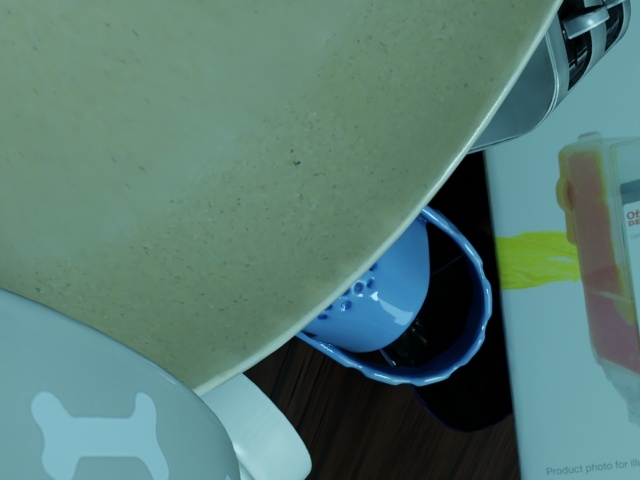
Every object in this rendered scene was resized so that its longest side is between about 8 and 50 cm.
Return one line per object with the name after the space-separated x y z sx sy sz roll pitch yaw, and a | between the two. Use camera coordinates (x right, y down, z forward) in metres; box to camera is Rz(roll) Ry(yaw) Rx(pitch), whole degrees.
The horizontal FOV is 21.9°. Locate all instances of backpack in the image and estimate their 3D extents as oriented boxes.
0.098 0.060 1.098 0.105 0.114 0.084 -32 -169 12 | backpack

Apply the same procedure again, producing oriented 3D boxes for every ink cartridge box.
0.219 0.053 1.030 0.279 0.160 0.384 21 62 -67 | ink cartridge box

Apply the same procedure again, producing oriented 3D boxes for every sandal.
0.000 0.000 0.827 0.126 0.138 0.317 -55 155 8 | sandal

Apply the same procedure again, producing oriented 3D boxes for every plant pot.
-0.062 -0.115 0.477 0.284 0.191 0.284 -42 153 -27 | plant pot

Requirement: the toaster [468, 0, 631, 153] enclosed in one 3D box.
0.029 -0.095 0.679 0.186 0.110 0.168 -16 -170 23 | toaster

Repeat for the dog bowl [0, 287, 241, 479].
-0.176 0.088 0.407 0.349 0.349 0.102 67 23 -64 | dog bowl

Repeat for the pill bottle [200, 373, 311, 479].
-0.114 0.162 0.849 0.221 0.121 0.121 -45 155 -21 | pill bottle
